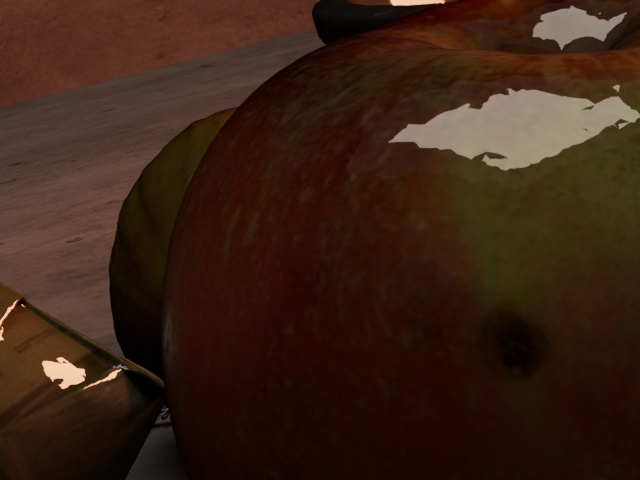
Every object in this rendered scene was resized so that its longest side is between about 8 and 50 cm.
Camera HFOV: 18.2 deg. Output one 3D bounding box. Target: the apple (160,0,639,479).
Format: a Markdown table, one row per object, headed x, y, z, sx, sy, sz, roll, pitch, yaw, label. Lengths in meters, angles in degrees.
| x | y | z | sx | sy | sz | roll | pitch | yaw | label |
| --- | --- | --- | --- | --- | --- | --- | --- | --- | --- |
| 0.100 | 0.035 | 0.904 | 0.348 | 0.277 | 0.348 | -7 | 14 | 2 | apple |

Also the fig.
| x | y | z | sx | sy | sz | roll | pitch | yaw | label |
| --- | --- | --- | --- | --- | --- | --- | --- | --- | --- |
| -0.045 | 0.035 | 1.149 | 0.217 | 0.217 | 0.321 | -7 | 10 | 15 | fig |

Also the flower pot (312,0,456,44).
| x | y | z | sx | sy | sz | roll | pitch | yaw | label |
| --- | --- | --- | --- | --- | --- | --- | --- | --- | --- |
| 0.187 | -0.083 | 1.421 | 0.379 | 0.251 | 0.379 | -9 | 15 | 2 | flower pot |

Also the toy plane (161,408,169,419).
| x | y | z | sx | sy | sz | roll | pitch | yaw | label |
| --- | --- | --- | --- | --- | --- | --- | --- | --- | --- |
| -0.122 | 0.111 | 1.328 | 0.078 | 0.024 | 0.084 | 3 | 24 | 30 | toy plane |

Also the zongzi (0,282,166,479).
| x | y | z | sx | sy | sz | roll | pitch | yaw | label |
| --- | --- | --- | --- | --- | --- | --- | --- | --- | --- |
| -0.349 | 0.072 | 0.993 | 0.447 | 0.181 | 0.418 | 30 | 33 | 10 | zongzi |
